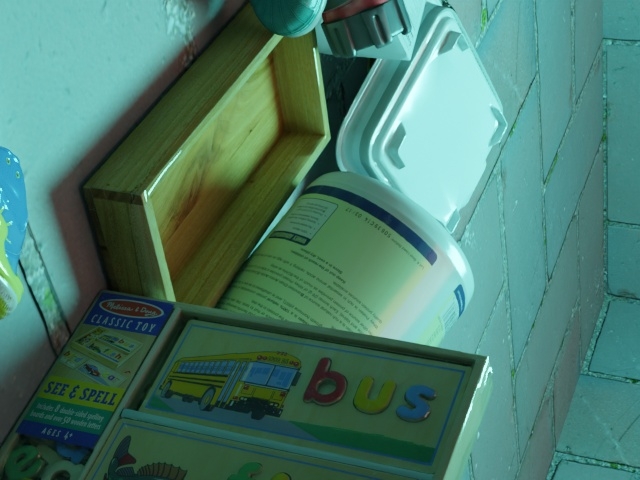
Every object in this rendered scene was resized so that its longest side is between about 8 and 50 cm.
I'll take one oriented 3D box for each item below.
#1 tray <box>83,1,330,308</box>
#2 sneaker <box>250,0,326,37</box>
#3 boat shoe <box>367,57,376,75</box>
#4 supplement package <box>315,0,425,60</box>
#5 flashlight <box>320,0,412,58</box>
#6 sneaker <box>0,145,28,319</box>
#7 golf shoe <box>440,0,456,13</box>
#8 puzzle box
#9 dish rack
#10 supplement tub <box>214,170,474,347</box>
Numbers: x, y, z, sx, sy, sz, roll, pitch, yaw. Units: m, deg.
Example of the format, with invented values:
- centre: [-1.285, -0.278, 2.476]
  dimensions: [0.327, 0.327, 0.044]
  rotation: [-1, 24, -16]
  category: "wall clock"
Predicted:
- centre: [-0.109, -0.090, 1.389]
  dimensions: [0.411, 0.076, 0.203]
  rotation: [-57, 148, -45]
  category: "tray"
- centre: [-0.069, -0.366, 1.335]
  dimensions: [0.121, 0.108, 0.302]
  rotation: [-13, 96, -60]
  category: "sneaker"
- centre: [0.136, -0.181, 1.910]
  dimensions: [0.324, 0.116, 0.097]
  rotation: [70, 7, -49]
  category: "boat shoe"
- centre: [0.068, -0.374, 1.631]
  dimensions: [0.139, 0.133, 0.244]
  rotation: [53, 49, -61]
  category: "supplement package"
- centre: [0.009, -0.365, 1.446]
  dimensions: [0.304, 0.103, 0.103]
  rotation: [67, 25, -15]
  category: "flashlight"
- centre: [-0.292, -0.051, 0.965]
  dimensions: [0.126, 0.091, 0.240]
  rotation: [-86, 167, -45]
  category: "sneaker"
- centre: [0.187, -0.348, 1.993]
  dimensions: [0.077, 0.093, 0.198]
  rotation: [66, 37, -51]
  category: "golf shoe"
- centre: [-0.076, 0.182, 1.121]
  dimensions: [0.052, 0.408, 0.272]
  rotation: [76, 30, -43]
  category: "puzzle box"
- centre: [0.161, -0.152, 1.766]
  dimensions: [0.286, 0.072, 0.333]
  rotation: [-62, 147, -15]
  category: "dish rack"
- centre: [-0.004, 0.108, 1.431]
  dimensions: [0.325, 0.235, 0.235]
  rotation: [-51, 147, -21]
  category: "supplement tub"
